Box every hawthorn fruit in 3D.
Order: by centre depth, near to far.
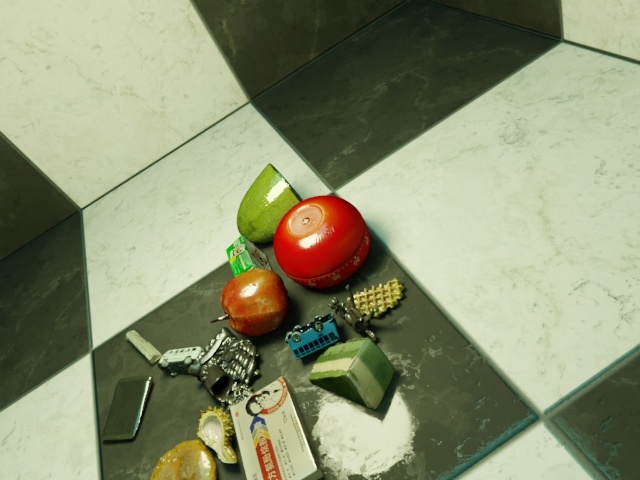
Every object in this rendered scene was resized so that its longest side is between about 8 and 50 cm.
[{"bbox_3d":[-0.268,0.245,1.831,0.301,0.253,0.254,-23,38,-19],"label":"hawthorn fruit"}]

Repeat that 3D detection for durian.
[{"bbox_3d":[-0.320,0.644,1.615,0.224,0.078,0.140,41,103,37],"label":"durian"}]

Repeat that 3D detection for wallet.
[{"bbox_3d":[-0.742,0.646,1.892,0.169,0.052,0.245,-11,50,21],"label":"wallet"}]

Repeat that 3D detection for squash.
[{"bbox_3d":[-0.251,-0.135,2.178,0.309,0.310,0.310,-38,42,-4],"label":"squash"}]

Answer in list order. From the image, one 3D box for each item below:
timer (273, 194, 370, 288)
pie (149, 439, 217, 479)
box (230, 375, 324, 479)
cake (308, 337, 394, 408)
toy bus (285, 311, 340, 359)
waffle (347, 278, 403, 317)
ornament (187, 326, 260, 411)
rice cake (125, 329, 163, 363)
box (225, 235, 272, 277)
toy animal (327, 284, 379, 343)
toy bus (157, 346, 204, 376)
[{"bbox_3d":[0.000,0.000,1.913,0.379,0.279,0.377,-16,46,17],"label":"timer"},{"bbox_3d":[-0.444,0.772,1.578,0.274,0.069,0.273,-19,45,20],"label":"pie"},{"bbox_3d":[-0.148,0.628,1.548,0.214,0.069,0.353,-31,40,0],"label":"box"},{"bbox_3d":[0.099,0.439,1.596,0.158,0.172,0.284,-52,12,-31],"label":"cake"},{"bbox_3d":[-0.020,0.334,1.723,0.185,0.106,0.090,-26,7,6],"label":"toy bus"},{"bbox_3d":[0.204,0.201,1.769,0.192,0.046,0.161,-41,43,-13],"label":"waffle"},{"bbox_3d":[-0.321,0.470,1.786,0.261,0.106,0.251,21,64,36],"label":"ornament"},{"bbox_3d":[-0.753,0.450,2.085,0.057,0.052,0.256,-23,32,-37],"label":"rice cake"},{"bbox_3d":[-0.288,0.110,2.049,0.103,0.180,0.250,-41,39,5],"label":"box"},{"bbox_3d":[0.119,0.255,1.707,0.085,0.148,0.233,-37,53,-23],"label":"toy animal"},{"bbox_3d":[-0.537,0.470,1.916,0.194,0.087,0.088,-12,38,21],"label":"toy bus"}]
